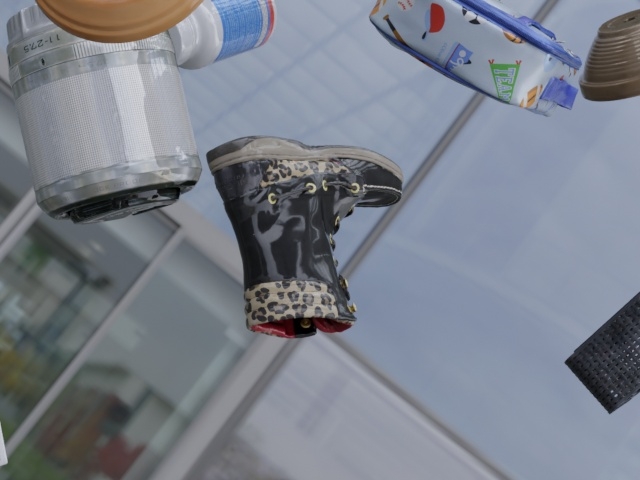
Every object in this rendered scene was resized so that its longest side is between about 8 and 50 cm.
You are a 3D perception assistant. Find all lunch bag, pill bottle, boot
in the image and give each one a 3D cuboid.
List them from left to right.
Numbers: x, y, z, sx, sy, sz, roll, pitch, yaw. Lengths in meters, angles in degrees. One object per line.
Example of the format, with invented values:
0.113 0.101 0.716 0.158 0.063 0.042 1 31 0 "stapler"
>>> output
-0.175 -0.330 2.070 0.124 0.221 0.124 14 -64 30 "pill bottle"
0.000 0.000 2.055 0.138 0.284 0.377 -22 -20 38 "boot"
0.200 -0.239 1.644 0.243 0.115 0.303 31 12 14 "lunch bag"

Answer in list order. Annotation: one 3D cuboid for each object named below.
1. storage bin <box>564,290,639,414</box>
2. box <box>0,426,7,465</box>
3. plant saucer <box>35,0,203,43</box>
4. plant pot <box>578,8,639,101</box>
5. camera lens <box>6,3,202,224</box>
0.390 0.112 1.611 0.084 0.180 0.122 51 23 15 "storage bin"
-0.398 0.135 1.399 0.114 0.103 0.203 -142 -137 -59 "box"
-0.191 -0.285 1.302 0.200 0.200 0.037 33 -11 17 "plant saucer"
0.561 -0.340 2.404 0.237 0.237 0.110 12 -51 61 "plant pot"
-0.284 -0.169 1.783 0.219 0.219 0.274 156 -79 -75 "camera lens"
